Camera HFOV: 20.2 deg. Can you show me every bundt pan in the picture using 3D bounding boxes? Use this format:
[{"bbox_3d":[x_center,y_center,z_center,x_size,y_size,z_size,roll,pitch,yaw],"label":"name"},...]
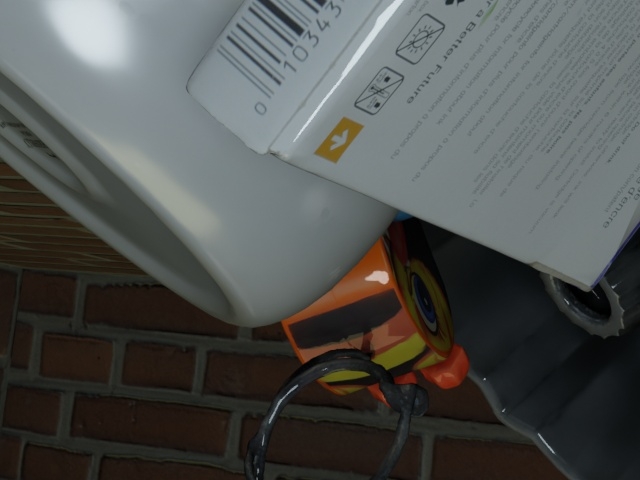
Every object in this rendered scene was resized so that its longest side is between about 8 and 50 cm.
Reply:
[{"bbox_3d":[0.165,-0.008,0.864,0.124,0.331,0.331,-37,-165,-24],"label":"bundt pan"}]

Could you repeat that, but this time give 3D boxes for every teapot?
[{"bbox_3d":[-0.046,-0.106,0.609,0.256,0.187,0.252,33,168,31],"label":"teapot"}]

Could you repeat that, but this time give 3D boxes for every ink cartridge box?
[{"bbox_3d":[0.086,-0.090,0.506,0.045,0.206,0.208,42,-169,30],"label":"ink cartridge box"}]

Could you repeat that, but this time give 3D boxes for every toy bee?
[{"bbox_3d":[0.000,0.000,0.768,0.195,0.298,0.162,0,152,27],"label":"toy bee"}]
